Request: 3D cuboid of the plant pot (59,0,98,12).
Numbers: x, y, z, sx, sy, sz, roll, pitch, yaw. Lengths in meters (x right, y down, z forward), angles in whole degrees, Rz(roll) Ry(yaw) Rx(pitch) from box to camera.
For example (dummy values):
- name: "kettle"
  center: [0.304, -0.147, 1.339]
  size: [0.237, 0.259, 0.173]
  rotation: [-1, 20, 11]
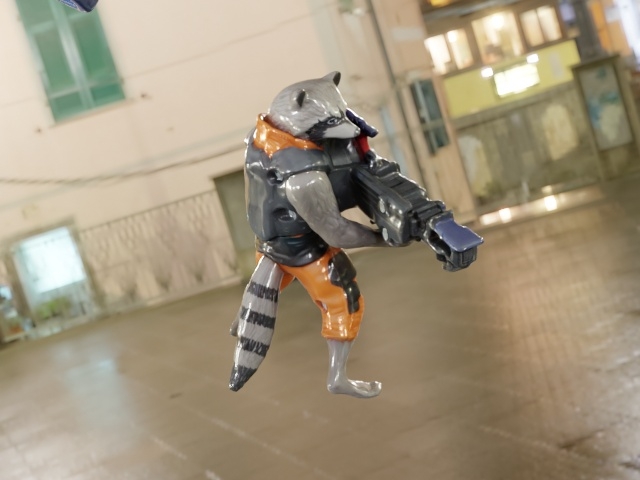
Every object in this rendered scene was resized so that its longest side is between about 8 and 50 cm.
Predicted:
- name: "plant pot"
  center: [-0.312, -0.400, 1.153]
  size: [0.236, 0.212, 0.236]
  rotation: [28, -5, 15]

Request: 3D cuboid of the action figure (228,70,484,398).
- name: "action figure"
  center: [0.000, 0.000, 1.141]
  size: [0.178, 0.330, 0.341]
  rotation: [-11, 24, -27]
